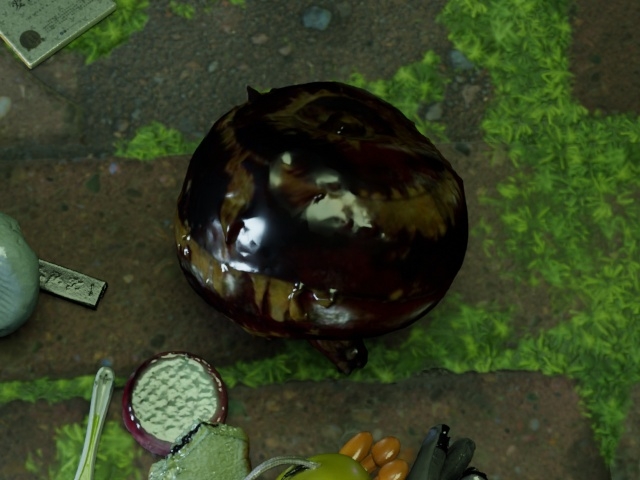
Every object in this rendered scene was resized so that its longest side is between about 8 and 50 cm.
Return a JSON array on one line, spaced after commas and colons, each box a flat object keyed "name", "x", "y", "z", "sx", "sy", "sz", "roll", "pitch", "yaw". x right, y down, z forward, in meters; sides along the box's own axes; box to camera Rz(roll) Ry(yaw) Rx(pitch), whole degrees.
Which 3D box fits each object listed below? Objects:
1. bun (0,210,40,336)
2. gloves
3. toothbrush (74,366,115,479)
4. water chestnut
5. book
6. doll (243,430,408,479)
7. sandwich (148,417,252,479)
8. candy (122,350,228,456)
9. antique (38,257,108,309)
[{"name": "bun", "x": -0.329, "y": 0.025, "z": 1.547, "sx": 0.141, "sy": 0.141, "sz": 0.083, "roll": 23, "pitch": 29, "yaw": 4}, {"name": "gloves", "x": 0.112, "y": 0.308, "z": 1.473, "sx": 0.119, "sy": 0.142, "sz": 0.285, "roll": 18, "pitch": 64, "yaw": -29}, {"name": "toothbrush", "x": -0.225, "y": 0.241, "z": 1.517, "sx": 0.022, "sy": 0.026, "sz": 0.263, "roll": 12, "pitch": 68, "yaw": -7}, {"name": "water chestnut", "x": 0.000, "y": 0.000, "z": 1.536, "sx": 0.300, "sy": 0.300, "sz": 0.300, "roll": 2, "pitch": 68, "yaw": -5}, {"name": "book", "x": -0.316, "y": -0.274, "z": 1.718, "sx": 0.118, "sy": 0.012, "sz": 0.172, "roll": -40, "pitch": 77, "yaw": -19}, {"name": "doll", "x": -0.020, "y": 0.245, "z": 1.461, "sx": 0.221, "sy": 0.143, "sz": 0.135, "roll": -30, "pitch": 108, "yaw": 7}, {"name": "sandwich", "x": -0.114, "y": 0.214, "z": 1.509, "sx": 0.105, "sy": 0.036, "sz": 0.093, "roll": -15, "pitch": 116, "yaw": -7}, {"name": "candy", "x": -0.139, "y": 0.156, "z": 1.550, "sx": 0.103, "sy": 0.043, "sz": 0.103, "roll": 2, "pitch": 68, "yaw": -5}, {"name": "antique", "x": -0.306, "y": 0.025, "z": 1.600, "sx": 0.192, "sy": 0.015, "sz": 0.031, "roll": 19, "pitch": 68, "yaw": 2}]
